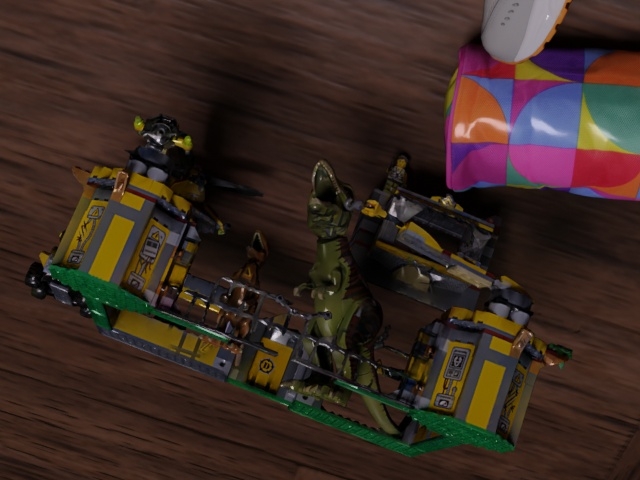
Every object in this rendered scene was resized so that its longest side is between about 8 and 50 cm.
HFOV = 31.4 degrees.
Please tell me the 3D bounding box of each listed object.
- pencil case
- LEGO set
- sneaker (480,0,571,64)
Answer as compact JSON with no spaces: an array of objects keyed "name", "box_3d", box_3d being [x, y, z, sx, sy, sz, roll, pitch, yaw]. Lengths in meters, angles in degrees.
[{"name":"pencil case","box_3d":[0.195,-0.067,0.713,0.236,0.104,0.104,8,126,9]},{"name":"LEGO set","box_3d":[0.000,0.000,0.727,0.331,0.192,0.255,19,164,6]},{"name":"sneaker","box_3d":[0.108,-0.230,0.629,0.121,0.099,0.262,15,120,12]}]
